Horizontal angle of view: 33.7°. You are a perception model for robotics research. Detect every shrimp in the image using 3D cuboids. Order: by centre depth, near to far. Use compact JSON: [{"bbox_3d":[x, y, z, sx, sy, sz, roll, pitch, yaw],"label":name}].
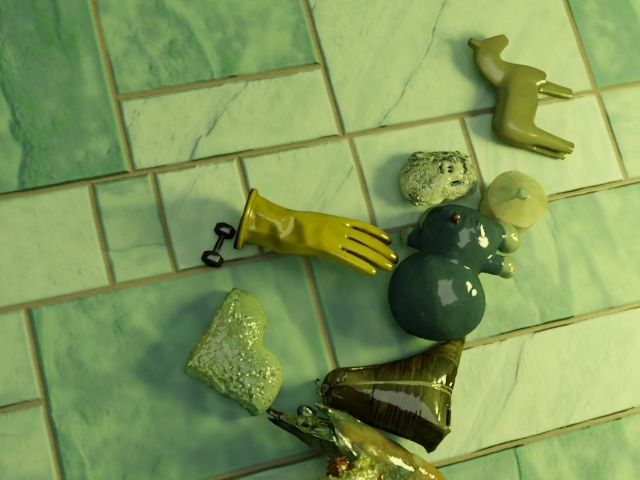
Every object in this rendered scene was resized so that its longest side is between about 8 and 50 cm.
[{"bbox_3d":[0.061,0.446,1.805,0.445,0.085,0.272,42,66,-10],"label":"shrimp"}]

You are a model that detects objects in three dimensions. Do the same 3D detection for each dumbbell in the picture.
[{"bbox_3d":[-0.185,0.008,1.923,0.040,0.036,0.083,23,71,-3],"label":"dumbbell"}]

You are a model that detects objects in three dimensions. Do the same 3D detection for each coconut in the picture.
[{"bbox_3d":[0.367,-0.072,2.020,0.116,0.122,0.116,3,74,-11],"label":"coconut"}]

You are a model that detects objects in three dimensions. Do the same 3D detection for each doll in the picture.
[{"bbox_3d":[0.233,0.060,1.940,0.228,0.154,0.258,19,85,18],"label":"doll"}]

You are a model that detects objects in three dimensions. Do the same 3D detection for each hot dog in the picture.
[{"bbox_3d":[0.055,0.452,1.715,0.146,0.103,0.213,-18,101,-41],"label":"hot dog"}]

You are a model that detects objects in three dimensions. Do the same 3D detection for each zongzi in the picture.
[{"bbox_3d":[0.128,0.231,1.905,0.247,0.111,0.241,19,54,0],"label":"zongzi"}]

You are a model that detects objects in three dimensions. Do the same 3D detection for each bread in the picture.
[{"bbox_3d":[-0.158,0.196,1.861,0.172,0.064,0.232,-10,75,-17],"label":"bread"}]

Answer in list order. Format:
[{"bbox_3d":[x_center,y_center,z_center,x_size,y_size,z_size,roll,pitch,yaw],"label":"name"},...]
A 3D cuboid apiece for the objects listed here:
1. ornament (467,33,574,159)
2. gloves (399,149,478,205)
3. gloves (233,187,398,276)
[{"bbox_3d":[0.399,-0.298,2.125,0.244,0.061,0.230,16,70,-11],"label":"ornament"},{"bbox_3d":[0.223,-0.126,2.032,0.153,0.070,0.114,-9,77,-13],"label":"gloves"},{"bbox_3d":[0.000,0.001,1.906,0.294,0.116,0.133,16,44,-1],"label":"gloves"}]
